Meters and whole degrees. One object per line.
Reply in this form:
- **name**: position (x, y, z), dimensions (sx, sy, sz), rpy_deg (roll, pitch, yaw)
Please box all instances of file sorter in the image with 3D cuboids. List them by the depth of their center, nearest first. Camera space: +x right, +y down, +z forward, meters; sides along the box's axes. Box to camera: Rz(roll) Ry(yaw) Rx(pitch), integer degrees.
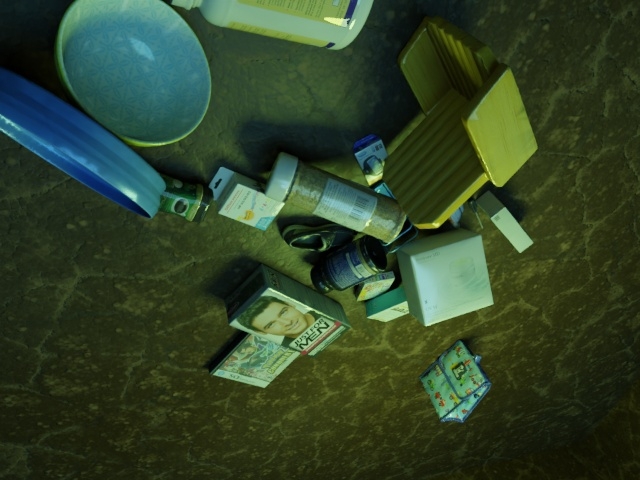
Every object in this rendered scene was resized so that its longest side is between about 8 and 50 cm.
- **file sorter**: position (0.192, -0.063, 1.443), dimensions (0.118, 0.104, 0.170), rpy_deg (-36, 131, 11)

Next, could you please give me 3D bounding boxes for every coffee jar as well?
- **coffee jar**: position (-0.360, -0.109, 1.212), dimensions (0.185, 0.079, 0.096), rpy_deg (17, 121, -28)

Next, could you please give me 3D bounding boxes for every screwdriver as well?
- **screwdriver**: position (0.505, -0.087, 1.603), dimensions (0.024, 0.025, 0.170), rpy_deg (-33, 141, 8)

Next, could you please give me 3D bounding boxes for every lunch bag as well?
- **lunch bag**: position (0.581, 0.577, 2.060), dimensions (0.138, 0.220, 0.293), rpy_deg (13, 124, -29)

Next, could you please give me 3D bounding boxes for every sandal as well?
- **sandal**: position (0.372, -0.134, 1.452), dimensions (0.076, 0.101, 0.265), rpy_deg (-35, 130, 12)

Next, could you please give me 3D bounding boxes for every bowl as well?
- **bowl**: position (-0.471, -0.178, 0.937), dimensions (0.391, 0.391, 0.077), rpy_deg (41, 74, -40)
- **bowl**: position (-0.376, -0.314, 0.959), dimensions (0.290, 0.289, 0.156), rpy_deg (30, 157, -37)

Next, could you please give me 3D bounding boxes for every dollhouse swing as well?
- **dollhouse swing**: position (0.243, -0.260, 1.127), dimensions (0.305, 0.346, 0.315), rpy_deg (-34, 132, 11)

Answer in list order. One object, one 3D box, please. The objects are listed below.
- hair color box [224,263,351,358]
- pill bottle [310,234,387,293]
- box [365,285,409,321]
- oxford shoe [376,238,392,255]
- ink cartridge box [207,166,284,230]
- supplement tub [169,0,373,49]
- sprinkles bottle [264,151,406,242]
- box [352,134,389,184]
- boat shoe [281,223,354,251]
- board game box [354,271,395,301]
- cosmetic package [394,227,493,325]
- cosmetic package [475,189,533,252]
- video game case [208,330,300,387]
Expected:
- **hair color box**: position (-0.099, 0.237, 1.588), dimensions (0.185, 0.113, 0.375), rpy_deg (-44, 129, 18)
- **pill bottle**: position (0.081, 0.079, 1.489), dimensions (0.219, 0.122, 0.123), rpy_deg (-28, 136, 30)
- **box**: position (0.273, 0.205, 1.669), dimensions (0.101, 0.060, 0.244), rpy_deg (19, 144, -39)
- **oxford shoe**: position (0.147, 0.066, 1.574), dimensions (0.212, 0.076, 0.076), rpy_deg (-40, 156, 19)
- **ink cartridge box**: position (-0.199, -0.107, 1.288), dimensions (0.182, 0.061, 0.104), rpy_deg (21, 120, -32)
- **supplement tub**: position (-0.087, -0.491, 0.878), dimensions (0.332, 0.241, 0.240), rpy_deg (3, 128, -23)
- **sprinkles bottle**: position (0.039, -0.107, 1.266), dimensions (0.356, 0.121, 0.121), rpy_deg (21, 121, -11)
- **box**: position (0.142, -0.221, 1.341), dimensions (0.081, 0.028, 0.136), rpy_deg (-29, 135, 5)
- **boat shoe**: position (0.000, -0.001, 1.445), dimensions (0.224, 0.073, 0.080), rpy_deg (1, 128, -21)
- **board game box**: position (0.178, 0.153, 1.639), dimensions (0.104, 0.026, 0.154), rpy_deg (-11, 154, -12)
- **cosmetic package**: position (0.368, 0.103, 1.477), dimensions (0.224, 0.138, 0.224), rpy_deg (-17, 102, -8)
- **cosmetic package**: position (0.599, -0.060, 1.603), dimensions (0.060, 0.098, 0.239), rpy_deg (-43, 131, 14)
- **video game case**: position (-0.214, 0.408, 1.746), dimensions (0.248, 0.035, 0.275), rpy_deg (28, 116, -36)
